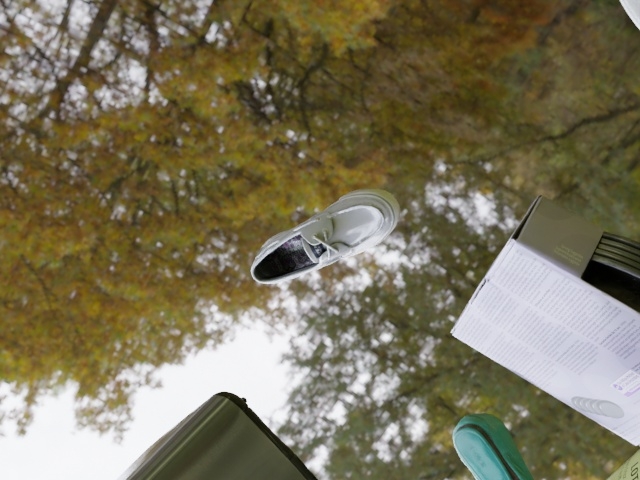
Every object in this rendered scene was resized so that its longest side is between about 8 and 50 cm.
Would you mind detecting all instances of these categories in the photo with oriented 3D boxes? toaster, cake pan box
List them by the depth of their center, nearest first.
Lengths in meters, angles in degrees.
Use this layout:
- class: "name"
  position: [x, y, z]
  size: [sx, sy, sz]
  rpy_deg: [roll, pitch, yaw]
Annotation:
- class: "toaster"
  position: [-0.065, 0.212, 0.640]
  size: [0.168, 0.185, 0.110]
  rpy_deg: [48, -130, 0]
- class: "cake pan box"
  position: [0.276, 0.090, 0.908]
  size: [0.245, 0.267, 0.070]
  rpy_deg: [29, -115, 9]

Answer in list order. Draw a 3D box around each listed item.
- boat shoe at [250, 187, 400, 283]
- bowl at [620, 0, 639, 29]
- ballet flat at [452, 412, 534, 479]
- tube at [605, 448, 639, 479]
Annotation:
- class: "boat shoe"
  position: [0.000, 0.000, 0.964]
  size: [0.066, 0.184, 0.063]
  rpy_deg: [63, -148, -15]
- class: "bowl"
  position: [0.237, -0.166, 0.444]
  size: [0.289, 0.156, 0.289]
  rpy_deg: [49, 179, 1]
- class: "ballet flat"
  position: [0.267, 0.340, 1.218]
  size: [0.087, 0.083, 0.247]
  rpy_deg: [-25, -96, -52]
- class: "tube"
  position: [0.166, 0.070, 0.326]
  size: [0.062, 0.240, 0.070]
  rpy_deg: [-8, -129, -37]
